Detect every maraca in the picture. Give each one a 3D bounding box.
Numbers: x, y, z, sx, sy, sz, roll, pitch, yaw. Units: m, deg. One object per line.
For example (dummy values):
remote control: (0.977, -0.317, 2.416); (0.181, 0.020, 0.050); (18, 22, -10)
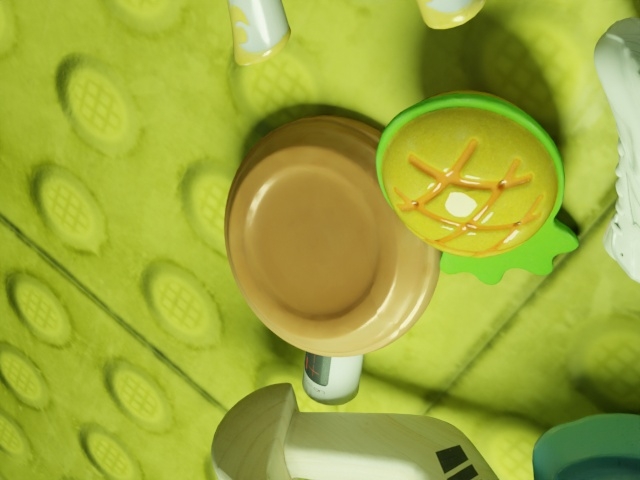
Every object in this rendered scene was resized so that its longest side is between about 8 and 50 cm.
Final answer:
maraca: (0.112, -0.032, 0.743); (0.127, 0.099, 0.185); (-10, 135, 26)

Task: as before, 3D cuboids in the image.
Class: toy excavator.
toy excavator: (0.160, 0.236, 0.812); (0.445, 0.433, 0.222); (-116, 10, -56)

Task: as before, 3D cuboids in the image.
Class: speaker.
speaker: (0.015, 0.084, 0.937); (0.055, 0.055, 0.136); (26, 134, 21)

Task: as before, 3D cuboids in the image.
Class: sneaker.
sneaker: (0.217, -0.027, 0.668); (0.115, 0.090, 0.232); (-16, 109, 48)

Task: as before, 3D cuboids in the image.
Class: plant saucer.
plant saucer: (0.000, 0.000, 0.847); (0.200, 0.037, 0.199); (6, 102, 30)

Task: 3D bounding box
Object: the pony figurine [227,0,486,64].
pony figurine: (-0.032, -0.283, 0.574); (0.351, 0.302, 0.363); (1, 137, 48)
